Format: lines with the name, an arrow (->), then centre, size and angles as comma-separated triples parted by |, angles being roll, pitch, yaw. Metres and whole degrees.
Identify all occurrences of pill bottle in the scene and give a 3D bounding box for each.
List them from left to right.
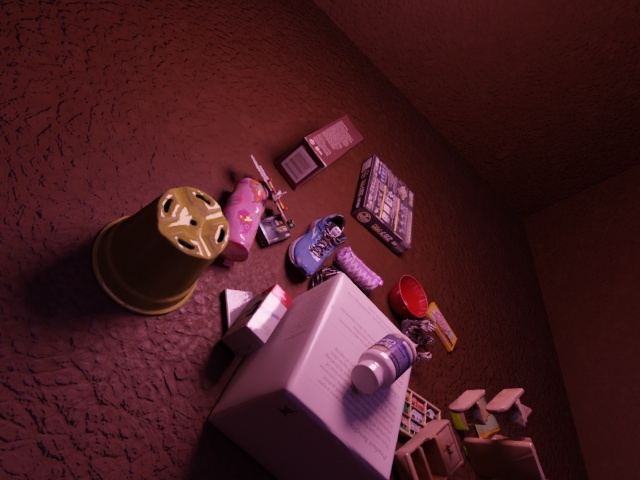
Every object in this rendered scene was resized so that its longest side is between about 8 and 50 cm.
pill bottle -> 0.145, 0.285, 0.997 | 0.169, 0.094, 0.094 | -18, 79, -51

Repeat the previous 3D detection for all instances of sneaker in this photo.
sneaker -> 0.000, 0.000, 1.521 | 0.130, 0.147, 0.330 | 47, 40, -15

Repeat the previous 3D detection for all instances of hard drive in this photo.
hard drive -> -0.231, 0.209, 1.224 | 0.094, 0.022, 0.135 | 14, 56, -42

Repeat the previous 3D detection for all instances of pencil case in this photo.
pencil case -> -0.245, -0.062, 1.322 | 0.124, 0.124, 0.284 | 35, 44, -27
pencil case -> 0.144, 0.108, 1.654 | 0.206, 0.088, 0.086 | 44, 42, -19

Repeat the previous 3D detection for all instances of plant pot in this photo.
plant pot -> -0.359, 0.008, 1.032 | 0.276, 0.253, 0.276 | 28, 47, -34

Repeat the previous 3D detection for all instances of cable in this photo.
cable -> 0.034, 0.171, 1.496 | 0.150, 0.047, 0.184 | 45, 54, -13

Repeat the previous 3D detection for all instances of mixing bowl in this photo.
mixing bowl -> 0.348, 0.244, 1.777 | 0.181, 0.098, 0.182 | 28, 46, -33

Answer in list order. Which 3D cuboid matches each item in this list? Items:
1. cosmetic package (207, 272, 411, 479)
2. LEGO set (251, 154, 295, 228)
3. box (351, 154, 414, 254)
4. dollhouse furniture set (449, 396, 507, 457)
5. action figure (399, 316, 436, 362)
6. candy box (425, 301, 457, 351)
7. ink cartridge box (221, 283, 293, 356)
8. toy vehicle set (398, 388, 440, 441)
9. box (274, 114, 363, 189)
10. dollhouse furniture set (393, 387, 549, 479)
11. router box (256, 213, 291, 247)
cosmetic package -> -0.003, 0.367, 1.122 | 0.329, 0.327, 0.394 | 47, 38, -14
LEGO set -> -0.143, -0.160, 1.435 | 0.244, 0.060, 0.182 | 63, 1, 29
box -> 0.307, -0.175, 2.020 | 0.318, 0.097, 0.395 | 37, 42, -22
dollhouse furniture set -> 0.695, 0.743, 1.776 | 0.301, 0.151, 0.198 | 4, 62, -47
action figure -> 0.378, 0.377, 1.675 | 0.275, 0.140, 0.164 | -4, 106, -55
candy box -> 0.547, 0.391, 1.955 | 0.206, 0.027, 0.105 | 57, 34, -2
ink cartridge box -> -0.170, 0.214, 1.164 | 0.072, 0.127, 0.175 | 48, 38, -11
toy vehicle set -> 0.338, 0.639, 1.548 | 0.266, 0.035, 0.166 | 39, 42, -23
box -> 0.003, -0.361, 1.737 | 0.143, 0.191, 0.381 | 52, 39, -8
dollhouse furniture set -> 0.464, 0.686, 1.322 | 0.256, 0.394, 0.362 | -15, 84, -42
router box -> -0.165, -0.034, 1.449 | 0.122, 0.038, 0.092 | -21, 82, -52
